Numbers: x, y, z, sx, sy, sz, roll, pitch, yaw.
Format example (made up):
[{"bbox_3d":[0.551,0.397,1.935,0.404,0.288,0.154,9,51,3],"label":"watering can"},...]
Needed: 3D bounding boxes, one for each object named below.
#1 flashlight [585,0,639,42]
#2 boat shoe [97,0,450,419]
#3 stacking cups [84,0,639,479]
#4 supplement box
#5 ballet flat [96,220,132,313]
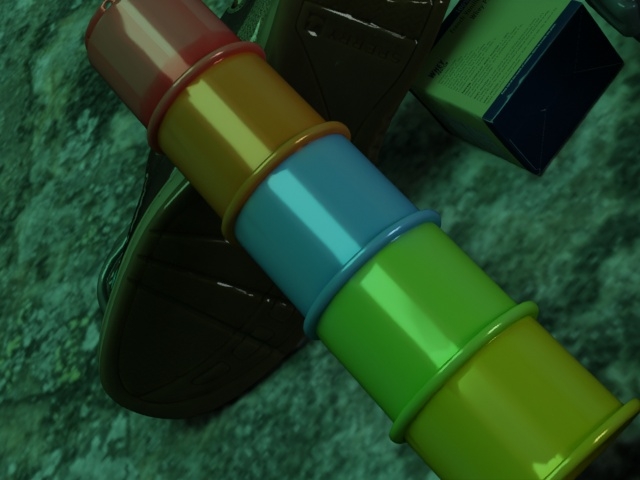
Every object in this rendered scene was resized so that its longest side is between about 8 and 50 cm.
[{"bbox_3d":[0.143,-0.225,0.733,0.103,0.103,0.304,-54,41,25],"label":"flashlight"},{"bbox_3d":[-0.038,-0.059,0.735,0.342,0.123,0.123,-66,26,12],"label":"boat shoe"},{"bbox_3d":[0.000,0.000,0.588,0.316,0.096,0.096,44,93,16],"label":"stacking cups"},{"bbox_3d":[0.107,-0.096,0.709,0.083,0.056,0.083,-52,41,-4],"label":"supplement box"},{"bbox_3d":[-0.075,-0.035,0.817,0.213,0.072,0.068,-54,11,-9],"label":"ballet flat"}]
